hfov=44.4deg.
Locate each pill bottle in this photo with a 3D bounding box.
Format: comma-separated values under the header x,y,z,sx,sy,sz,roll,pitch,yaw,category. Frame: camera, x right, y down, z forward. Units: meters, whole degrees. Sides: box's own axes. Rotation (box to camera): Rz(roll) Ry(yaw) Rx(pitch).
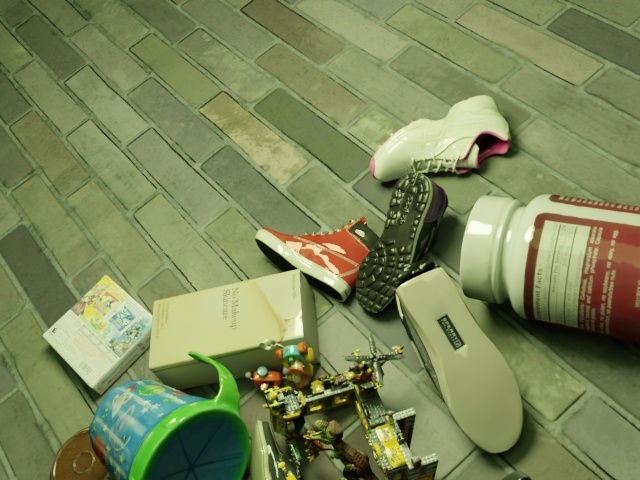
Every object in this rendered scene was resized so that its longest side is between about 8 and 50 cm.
x,y,z,sx,sy,sz,roll,pitch,yaw,category
0.451,0.043,1.321,0.392,0.224,0.224,11,60,26,pill bottle

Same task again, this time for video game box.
x,y,z,sx,sy,sz,roll,pitch,yaw,category
-0.458,0.194,1.653,0.205,0.048,0.187,34,74,35,video game box

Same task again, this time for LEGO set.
x,y,z,sx,sy,sz,roll,pitch,yaw,category
0.045,0.311,1.262,0.254,0.192,0.331,-8,47,-8,LEGO set

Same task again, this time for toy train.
x,y,z,sx,sy,sz,roll,pitch,yaw,category
-0.072,0.239,1.426,0.125,0.166,0.046,4,54,-7,toy train

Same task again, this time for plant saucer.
x,y,z,sx,sy,sz,roll,pitch,yaw,category
-0.446,0.427,1.494,0.168,0.029,0.169,-9,53,12,plant saucer

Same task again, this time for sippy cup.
x,y,z,sx,sy,sz,roll,pitch,yaw,category
-0.281,0.357,1.375,0.305,0.240,0.224,-32,37,-34,sippy cup

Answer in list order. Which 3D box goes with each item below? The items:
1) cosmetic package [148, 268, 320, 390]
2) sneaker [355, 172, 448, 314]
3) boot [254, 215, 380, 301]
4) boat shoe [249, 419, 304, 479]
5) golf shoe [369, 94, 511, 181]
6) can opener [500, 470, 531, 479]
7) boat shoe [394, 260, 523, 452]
x,y,z,sx,sy,sz,roll,pitch,yaw,category
-0.165,0.176,1.520,0.309,0.113,0.160,-14,52,11,cosmetic package
0.174,0.020,1.521,0.107,0.124,0.283,26,93,41,sneaker
0.000,0.000,1.606,0.244,0.088,0.176,28,68,24,boot
-0.071,0.413,1.352,0.079,0.084,0.233,3,38,-25,boat shoe
0.253,-0.190,1.634,0.306,0.115,0.140,-27,54,1,golf shoe
0.239,0.477,1.196,0.280,0.074,0.093,-40,18,-13,can opener
0.236,0.200,1.365,0.127,0.158,0.341,-23,79,-3,boat shoe
